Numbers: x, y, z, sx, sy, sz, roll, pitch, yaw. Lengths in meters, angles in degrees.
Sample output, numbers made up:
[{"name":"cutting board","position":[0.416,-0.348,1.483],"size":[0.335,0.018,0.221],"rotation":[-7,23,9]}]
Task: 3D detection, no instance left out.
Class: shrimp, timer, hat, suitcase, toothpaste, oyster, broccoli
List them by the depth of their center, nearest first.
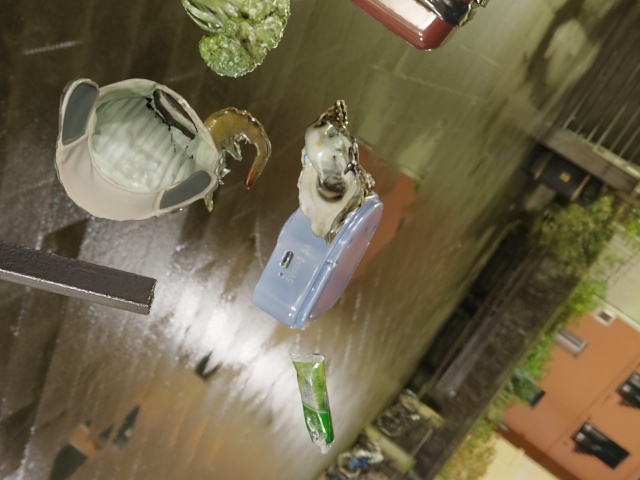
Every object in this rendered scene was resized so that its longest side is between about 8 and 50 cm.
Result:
[{"name":"hat","position":[-0.261,-0.107,1.105],"size":[0.161,0.232,0.275],"rotation":[-51,-168,28]},{"name":"suitcase","position":[0.133,-0.394,1.172],"size":[0.161,0.236,0.297],"rotation":[-54,179,19]},{"name":"oyster","position":[0.025,-0.117,1.472],"size":[0.083,0.214,0.223],"rotation":[2,135,-30]},{"name":"broccoli","position":[-0.158,-0.482,1.505],"size":[0.254,0.186,0.302],"rotation":[-42,126,-27]},{"name":"toothpaste","position":[-0.009,0.339,1.677],"size":[0.047,0.078,0.248],"rotation":[-55,140,-59]},{"name":"shrimp","position":[-0.201,-0.179,1.817],"size":[0.058,0.173,0.253],"rotation":[-100,-164,-62]},{"name":"timer","position":[0.000,0.000,1.882],"size":[0.395,0.173,0.395],"rotation":[-55,168,-19]}]

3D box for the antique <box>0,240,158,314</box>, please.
[{"name":"antique","position":[-0.225,0.022,0.635],"size":[0.015,0.192,0.031],"rotation":[110,-8,-46]}]
